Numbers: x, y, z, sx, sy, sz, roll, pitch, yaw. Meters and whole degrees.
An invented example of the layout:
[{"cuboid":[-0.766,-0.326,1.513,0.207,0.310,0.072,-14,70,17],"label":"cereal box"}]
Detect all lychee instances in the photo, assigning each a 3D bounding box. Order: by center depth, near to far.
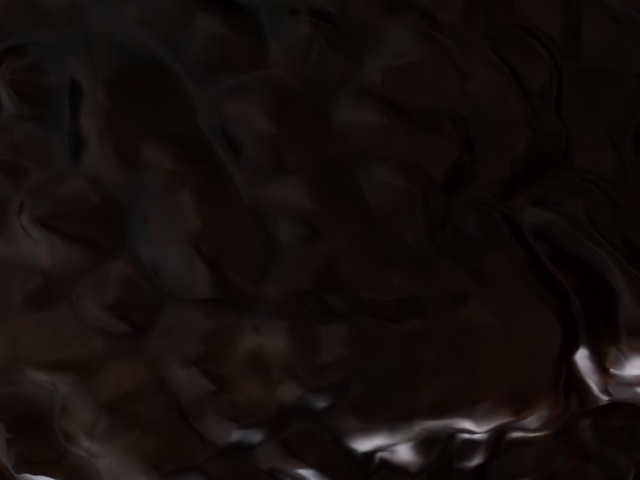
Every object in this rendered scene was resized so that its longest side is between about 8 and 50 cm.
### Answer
[{"cuboid":[0.000,0.000,0.638,0.424,0.500,0.425,-10,-71,-31],"label":"lychee"}]
